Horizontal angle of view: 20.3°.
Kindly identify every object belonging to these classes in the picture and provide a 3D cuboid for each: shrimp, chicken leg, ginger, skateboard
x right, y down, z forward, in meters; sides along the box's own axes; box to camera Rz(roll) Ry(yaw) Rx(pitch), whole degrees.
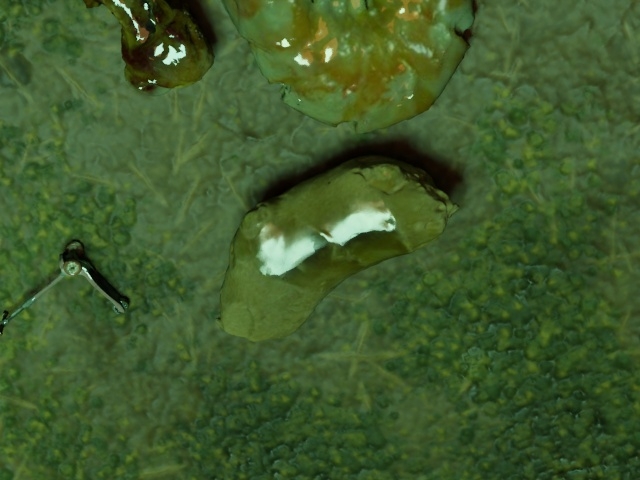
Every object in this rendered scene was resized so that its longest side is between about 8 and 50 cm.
[{"bbox_3d":[-0.011,-0.200,1.125,0.154,0.062,0.294,-33,113,7],"label":"shrimp"},{"bbox_3d":[-0.163,-0.193,1.135,0.107,0.087,0.251,-26,117,37],"label":"chicken leg"},{"bbox_3d":[0.001,0.002,1.204,0.190,0.069,0.095,-28,103,17],"label":"ginger"},{"bbox_3d":[-0.185,0.048,1.265,0.083,0.032,0.064,-35,117,15],"label":"skateboard"}]
